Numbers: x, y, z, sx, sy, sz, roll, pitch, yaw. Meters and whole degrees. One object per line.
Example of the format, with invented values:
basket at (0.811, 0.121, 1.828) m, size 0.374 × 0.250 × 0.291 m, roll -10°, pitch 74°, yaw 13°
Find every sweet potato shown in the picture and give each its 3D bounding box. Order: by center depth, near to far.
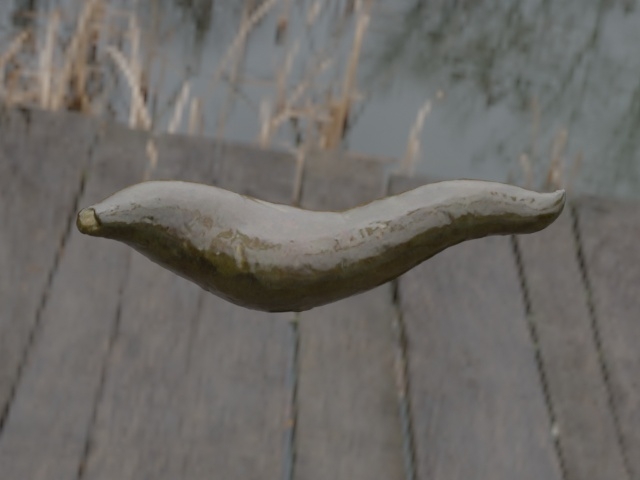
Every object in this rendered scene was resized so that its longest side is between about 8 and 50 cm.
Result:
sweet potato at (0.002, 0.002, 0.865) m, size 0.249 × 0.069 × 0.059 m, roll -1°, pitch 12°, yaw -4°
